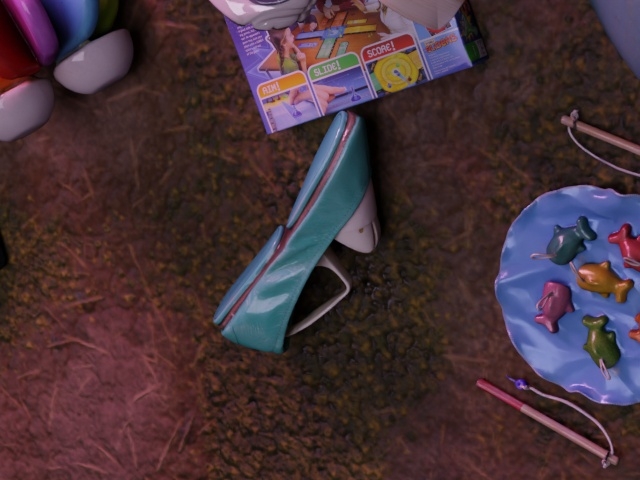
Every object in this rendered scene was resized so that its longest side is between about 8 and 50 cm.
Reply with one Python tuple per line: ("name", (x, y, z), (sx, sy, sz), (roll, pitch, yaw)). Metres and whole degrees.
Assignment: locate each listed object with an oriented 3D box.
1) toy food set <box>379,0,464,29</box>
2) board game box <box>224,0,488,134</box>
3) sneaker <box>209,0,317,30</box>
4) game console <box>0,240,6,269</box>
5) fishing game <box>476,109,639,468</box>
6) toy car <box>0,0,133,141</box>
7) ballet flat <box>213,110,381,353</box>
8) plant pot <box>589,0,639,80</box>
("toy food set", (0.081, -0.320, 1.227), (0.219, 0.092, 0.306), (-58, 36, 30))
("board game box", (0.022, -0.178, 1.418), (0.201, 0.035, 0.136), (-15, 98, 32))
("sneaker", (-0.086, -0.285, 1.382), (0.275, 0.107, 0.110), (44, 135, 22))
("game console", (-0.366, -0.021, 1.699), (0.107, 0.071, 0.122), (-17, 99, 2))
("fishing game", (0.219, 0.047, 1.378), (0.189, 0.041, 0.264), (30, 118, 21))
("toy car", (-0.256, -0.184, 1.490), (0.182, 0.136, 0.159), (-31, 88, -3))
("ballet flat", (0.000, 0.000, 1.472), (0.087, 0.083, 0.247), (28, 120, -8))
("plant pot", (0.282, -0.203, 1.143), (0.255, 0.272, 0.271), (47, 123, 25))
